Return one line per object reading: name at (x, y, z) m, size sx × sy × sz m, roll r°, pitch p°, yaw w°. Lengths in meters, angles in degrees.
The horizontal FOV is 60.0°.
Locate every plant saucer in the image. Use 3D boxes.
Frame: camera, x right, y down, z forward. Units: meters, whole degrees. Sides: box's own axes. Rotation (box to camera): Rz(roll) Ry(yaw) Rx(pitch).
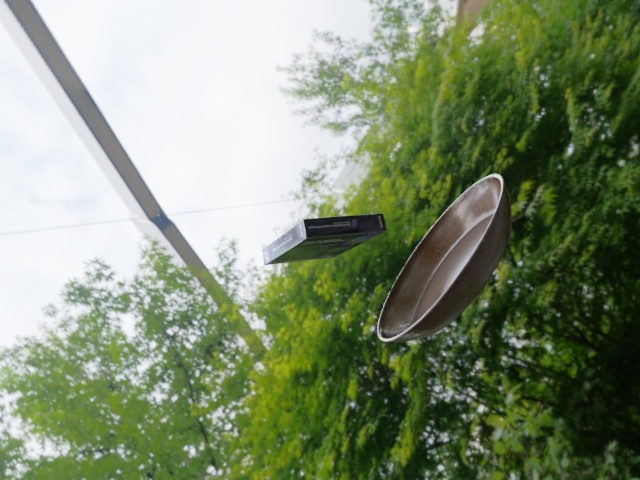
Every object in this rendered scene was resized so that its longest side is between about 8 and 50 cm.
plant saucer at (0.128, 0.025, 0.550) m, size 0.198 × 0.036 × 0.198 m, roll -56°, pitch 3°, yaw 4°

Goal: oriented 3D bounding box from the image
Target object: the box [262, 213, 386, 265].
box at (0.000, 0.000, 0.753) m, size 0.116 × 0.162 × 0.029 m, roll -6°, pitch -100°, yaw -26°
